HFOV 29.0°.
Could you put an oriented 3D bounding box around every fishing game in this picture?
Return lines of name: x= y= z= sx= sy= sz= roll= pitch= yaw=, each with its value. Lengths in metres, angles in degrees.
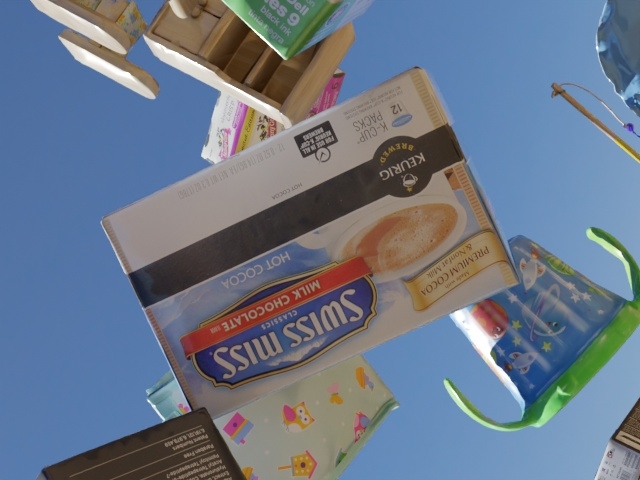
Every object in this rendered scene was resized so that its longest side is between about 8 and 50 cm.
fishing game: x=0.385 y=-0.209 z=1.296 sx=0.264 sy=0.189 sz=0.041 roll=-54 pitch=1 yaw=20

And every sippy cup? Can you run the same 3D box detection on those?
sippy cup: x=0.321 y=0.120 z=1.852 sx=0.305 sy=0.224 sz=0.240 roll=-38 pitch=-12 yaw=-42

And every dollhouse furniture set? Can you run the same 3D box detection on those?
dollhouse furniture set: x=-0.127 y=-0.334 z=1.616 sx=0.362 sy=0.256 sz=0.394 roll=-58 pitch=-16 yaw=-11

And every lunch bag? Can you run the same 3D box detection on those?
lunch bag: x=-0.064 y=0.201 z=1.479 sx=0.223 sy=0.160 sz=0.262 roll=54 pitch=-135 yaw=-5

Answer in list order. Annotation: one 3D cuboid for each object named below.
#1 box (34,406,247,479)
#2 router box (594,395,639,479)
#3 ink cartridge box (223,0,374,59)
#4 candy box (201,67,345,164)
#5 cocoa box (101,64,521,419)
box: x=-0.162 y=0.383 z=1.128 sx=0.179 sy=0.312 sz=0.343 roll=-17 pitch=-25 yaw=-42
router box: x=0.332 y=0.266 z=1.360 sx=0.133 sy=0.046 sz=0.179 roll=-32 pitch=-39 yaw=-53
ink cartridge box: x=0.050 y=-0.312 z=1.040 sx=0.289 sy=0.121 sz=0.211 roll=-46 pitch=-1 yaw=30
candy box: x=-0.074 y=-0.207 z=2.028 sx=0.233 sy=0.071 sz=0.159 roll=-19 pitch=-43 yaw=-47
cocoa box: x=0.000 y=0.000 z=1.261 sx=0.228 sy=0.347 sz=0.231 roll=65 pitch=-172 yaw=-3
